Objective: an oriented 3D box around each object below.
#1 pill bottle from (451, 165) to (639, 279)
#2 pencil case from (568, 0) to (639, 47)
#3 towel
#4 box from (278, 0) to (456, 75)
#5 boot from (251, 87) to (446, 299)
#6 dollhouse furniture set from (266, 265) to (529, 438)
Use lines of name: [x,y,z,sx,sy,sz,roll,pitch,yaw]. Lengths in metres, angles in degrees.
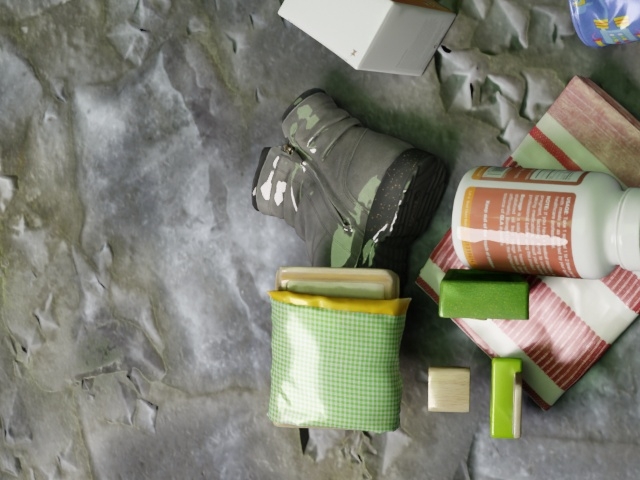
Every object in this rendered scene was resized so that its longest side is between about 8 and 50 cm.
pill bottle: [0.265,-0.018,1.874,0.216,0.121,0.121,5,94,29]
pencil case: [0.419,-0.293,1.817,0.306,0.119,0.133,-8,105,30]
towel: [0.286,0.004,1.955,0.237,0.037,0.329,46,114,18]
box: [0.057,-0.269,1.996,0.130,0.170,0.091,38,109,22]
boot: [0.000,0.000,2.087,0.223,0.118,0.338,29,96,30]
dollhouse furniture set: [0.081,0.133,1.913,0.301,0.151,0.197,1,96,5]
